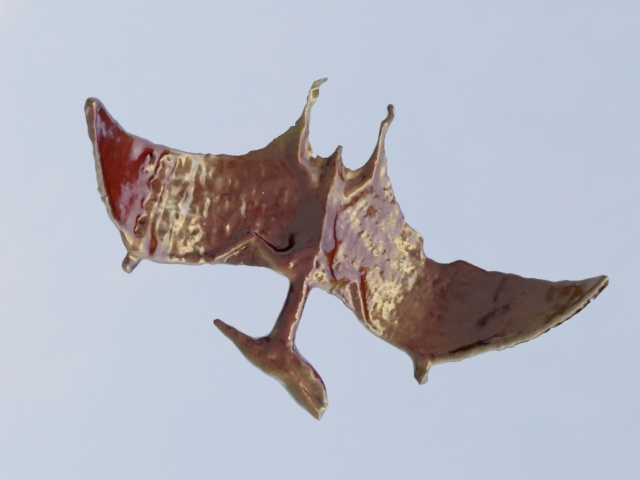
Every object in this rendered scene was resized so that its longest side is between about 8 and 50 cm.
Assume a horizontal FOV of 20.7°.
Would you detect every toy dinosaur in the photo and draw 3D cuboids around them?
[{"bbox_3d":[-0.002,-0.010,1.125,0.206,0.327,0.113,-48,-166,-17],"label":"toy dinosaur"}]
